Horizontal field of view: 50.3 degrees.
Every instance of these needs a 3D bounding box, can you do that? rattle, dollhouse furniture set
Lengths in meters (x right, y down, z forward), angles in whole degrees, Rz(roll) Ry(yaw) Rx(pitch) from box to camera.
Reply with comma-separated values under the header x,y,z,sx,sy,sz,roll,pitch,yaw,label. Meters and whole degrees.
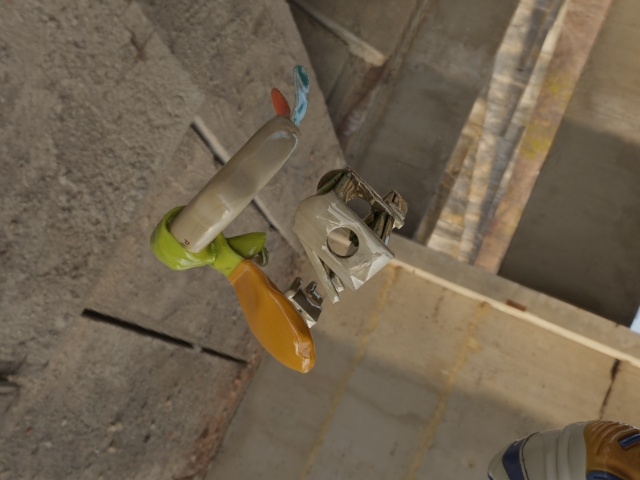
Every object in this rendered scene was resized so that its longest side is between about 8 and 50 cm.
x,y,z,sx,sy,sz,roll,pitch,yaw,label
-0.019,-0.029,0.499,0.130,0.143,0.199,-61,178,34,rattle
0.000,0.000,0.767,0.161,0.101,0.182,-42,-173,21,dollhouse furniture set

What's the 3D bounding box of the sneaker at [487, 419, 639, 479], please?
x,y,z,sx,sy,sz,roll,pitch,yaw,label
0.193,0.278,0.466,0.131,0.112,0.296,-29,-122,52,sneaker
